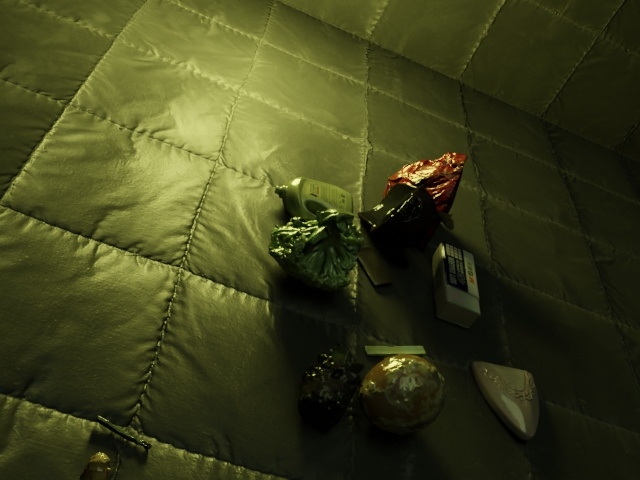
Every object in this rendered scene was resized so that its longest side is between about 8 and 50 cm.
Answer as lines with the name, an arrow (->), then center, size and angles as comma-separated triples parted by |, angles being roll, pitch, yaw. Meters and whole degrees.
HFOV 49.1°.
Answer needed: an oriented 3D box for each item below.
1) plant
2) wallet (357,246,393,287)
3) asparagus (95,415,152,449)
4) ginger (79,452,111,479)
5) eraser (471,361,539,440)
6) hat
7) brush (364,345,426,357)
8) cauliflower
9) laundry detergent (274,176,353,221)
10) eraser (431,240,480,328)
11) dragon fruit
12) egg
plant -> 0.024, 0.344, 1.679 | 0.142, 0.131, 0.203 | 22, 36, -4
wallet -> 0.163, 0.081, 2.170 | 0.082, 0.018, 0.157 | -4, 48, -36
asparagus -> -0.403, 0.395, 1.432 | 0.127, 0.018, 0.015 | 30, -3, -3
ginger -> -0.388, 0.520, 1.251 | 0.089, 0.075, 0.288 | -23, 52, 2
eraser -> 0.547, 0.446, 1.961 | 0.204, 0.059, 0.243 | 14, 35, -19
hat -> 0.276, -0.052, 2.258 | 0.209, 0.238, 0.336 | 51, -6, -15
brush -> 0.203, 0.307, 1.929 | 0.178, 0.030, 0.033 | 3, 51, -16
cauliflower -> 0.000, 0.000, 1.967 | 0.272, 0.250, 0.275 | 24, 32, -11
laundry detergent -> -0.025, -0.120, 2.222 | 0.253, 0.091, 0.181 | 17, 44, -16
eraser -> 0.428, 0.137, 2.222 | 0.130, 0.086, 0.287 | 21, 37, -12
dragon fruit -> 0.383, -0.179, 2.425 | 0.302, 0.330, 0.240 | 46, 18, 24
egg -> 0.198, 0.375, 1.710 | 0.233, 0.195, 0.195 | -3, 47, -25
